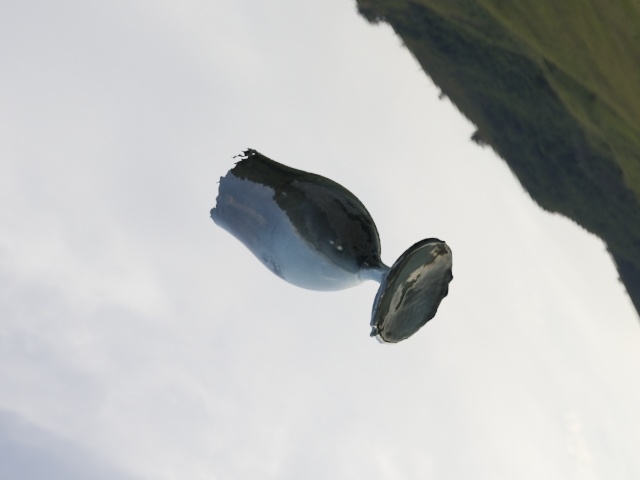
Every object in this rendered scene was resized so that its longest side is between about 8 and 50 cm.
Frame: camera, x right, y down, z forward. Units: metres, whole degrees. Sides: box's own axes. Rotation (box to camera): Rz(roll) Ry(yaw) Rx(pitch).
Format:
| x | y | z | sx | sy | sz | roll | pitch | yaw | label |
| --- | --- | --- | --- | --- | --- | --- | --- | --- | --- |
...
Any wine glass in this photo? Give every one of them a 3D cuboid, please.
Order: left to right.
| x | y | z | sx | sy | sz | roll | pitch | yaw | label |
| --- | --- | --- | --- | --- | --- | --- | --- | --- | --- |
| 0.000 | 0.000 | 0.758 | 0.222 | 0.103 | 0.103 | 30 | -177 | 37 | wine glass |
